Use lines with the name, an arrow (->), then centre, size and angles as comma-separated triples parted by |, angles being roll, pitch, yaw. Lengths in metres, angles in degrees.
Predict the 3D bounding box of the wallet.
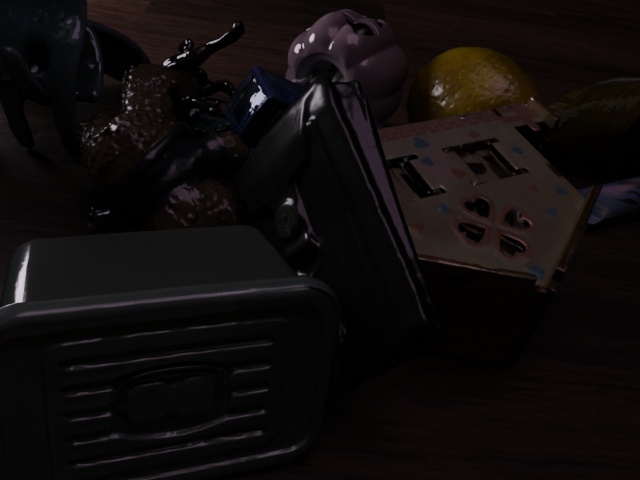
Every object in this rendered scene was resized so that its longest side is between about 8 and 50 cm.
wallet -> 0.000, 0.000, 0.548 | 0.052, 0.169, 0.245 | 9, 55, -43

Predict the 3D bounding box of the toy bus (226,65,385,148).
toy bus -> -0.006, -0.129, 0.792 | 0.237, 0.079, 0.094 | 14, 31, -44

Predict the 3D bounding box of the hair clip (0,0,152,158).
hair clip -> -0.403, -0.266, 0.785 | 0.319, 0.392, 0.238 | 11, 61, -2

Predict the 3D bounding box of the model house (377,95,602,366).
model house -> 0.147, 0.001, 0.666 | 0.326, 0.169, 0.244 | -13, 49, -25

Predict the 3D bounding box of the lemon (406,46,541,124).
lemon -> 0.213, -0.179, 0.920 | 0.170, 0.170, 0.207 | -10, 44, -28

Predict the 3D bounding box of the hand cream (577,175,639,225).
hand cream -> 0.447, -0.060, 0.926 | 0.256, 0.055, 0.088 | -12, 34, -21

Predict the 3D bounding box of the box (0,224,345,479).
box -> -0.118, 0.076, 0.483 | 0.244, 0.163, 0.135 | -5, 29, -20

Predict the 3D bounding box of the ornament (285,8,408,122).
ornament -> 0.033, -0.237, 0.948 | 0.178, 0.177, 0.177 | 8, 35, -5

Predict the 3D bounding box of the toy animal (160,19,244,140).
toy animal -> -0.169, -0.181, 0.815 | 0.148, 0.084, 0.232 | 0, 59, 13

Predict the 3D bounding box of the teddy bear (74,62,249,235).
teddy bear -> -0.174, -0.071, 0.668 | 0.251, 0.182, 0.129 | 52, 9, 19

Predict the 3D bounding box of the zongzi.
zongzi -> 0.439, -0.163, 0.953 | 0.289, 0.134, 0.286 | -13, 15, -22

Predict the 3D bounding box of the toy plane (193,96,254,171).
toy plane -> -0.112, -0.125, 0.847 | 0.235, 0.060, 0.096 | 20, 43, 18
